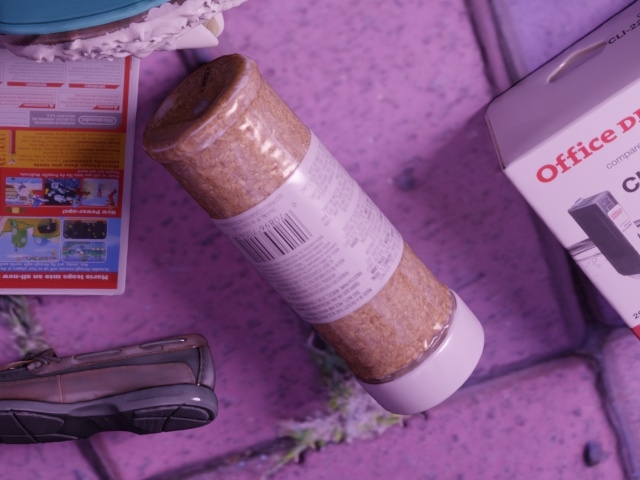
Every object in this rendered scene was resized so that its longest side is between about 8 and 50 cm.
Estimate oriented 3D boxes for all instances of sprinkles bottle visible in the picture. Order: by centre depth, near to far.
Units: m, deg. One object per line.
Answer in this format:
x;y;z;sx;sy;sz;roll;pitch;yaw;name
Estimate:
0.000;0.000;1.447;0.121;0.121;0.355;-34;118;15;sprinkles bottle

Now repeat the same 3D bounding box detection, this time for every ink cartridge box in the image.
0.301;-0.050;1.445;0.197;0.114;0.273;-34;117;16;ink cartridge box

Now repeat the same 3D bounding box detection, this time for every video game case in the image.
-0.263;-0.078;1.426;0.204;0.025;0.285;1;121;-12;video game case

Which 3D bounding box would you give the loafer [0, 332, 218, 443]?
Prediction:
-0.229;0.137;1.551;0.267;0.084;0.096;-3;153;1;loafer

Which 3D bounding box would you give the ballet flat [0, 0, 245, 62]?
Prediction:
-0.067;-0.221;1.305;0.409;0.147;0.147;-23;120;7;ballet flat
